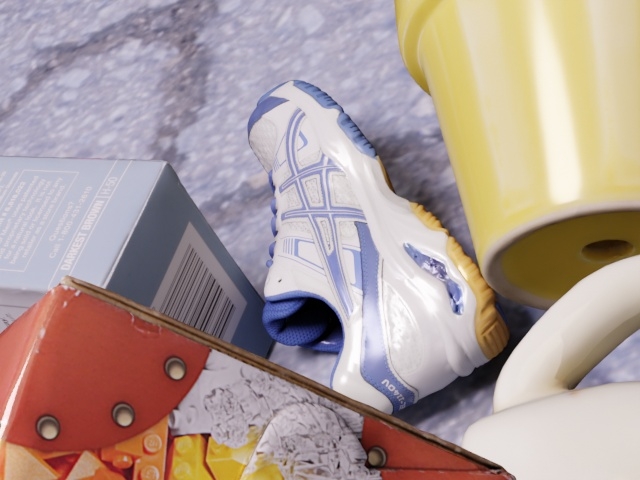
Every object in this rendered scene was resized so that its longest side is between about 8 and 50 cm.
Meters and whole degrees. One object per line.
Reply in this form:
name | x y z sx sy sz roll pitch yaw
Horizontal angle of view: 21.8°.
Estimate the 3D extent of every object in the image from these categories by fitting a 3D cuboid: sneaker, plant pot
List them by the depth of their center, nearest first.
plant pot | 0.173 -0.093 1.036 0.254 0.254 0.239 -10 63 20
sneaker | 0.000 0.000 1.125 0.131 0.112 0.296 -35 44 -3

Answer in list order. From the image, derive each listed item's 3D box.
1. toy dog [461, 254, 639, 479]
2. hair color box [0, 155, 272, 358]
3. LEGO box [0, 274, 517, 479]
toy dog | 0.262 0.205 0.705 0.408 0.284 0.395 1 57 13
hair color box | -0.239 0.036 1.166 0.374 0.185 0.113 3 54 30
LEGO box | -0.161 0.282 0.691 0.500 0.193 0.372 -35 35 56
